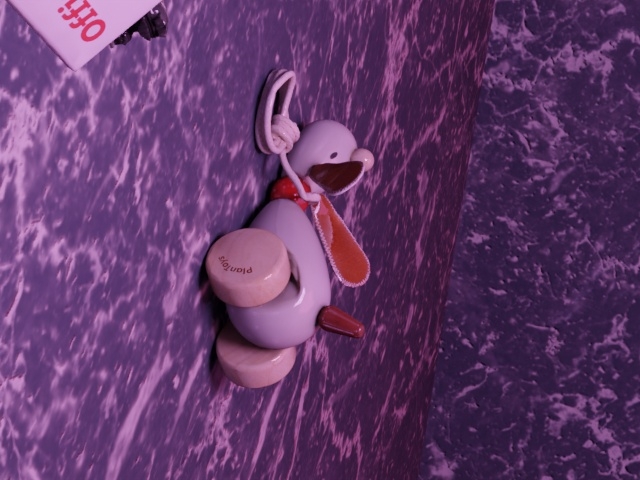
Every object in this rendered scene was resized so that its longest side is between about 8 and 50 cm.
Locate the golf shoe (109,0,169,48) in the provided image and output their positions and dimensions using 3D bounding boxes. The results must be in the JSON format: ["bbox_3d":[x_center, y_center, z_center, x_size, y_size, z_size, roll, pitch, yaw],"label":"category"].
[{"bbox_3d":[-0.155,-0.227,0.988,0.198,0.077,0.094,80,8,-56],"label":"golf shoe"}]

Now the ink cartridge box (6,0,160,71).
[{"bbox_3d":[-0.099,-0.252,0.791,0.278,0.117,0.201,-40,159,-1],"label":"ink cartridge box"}]

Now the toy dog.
[{"bbox_3d":[0.000,0.000,1.494,0.220,0.161,0.334,68,36,-63],"label":"toy dog"}]
